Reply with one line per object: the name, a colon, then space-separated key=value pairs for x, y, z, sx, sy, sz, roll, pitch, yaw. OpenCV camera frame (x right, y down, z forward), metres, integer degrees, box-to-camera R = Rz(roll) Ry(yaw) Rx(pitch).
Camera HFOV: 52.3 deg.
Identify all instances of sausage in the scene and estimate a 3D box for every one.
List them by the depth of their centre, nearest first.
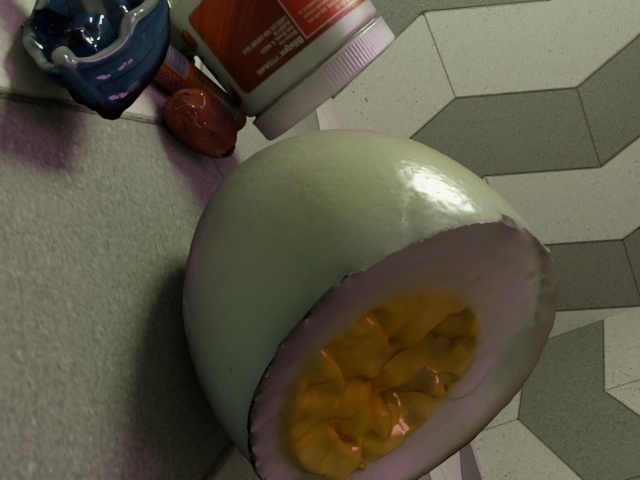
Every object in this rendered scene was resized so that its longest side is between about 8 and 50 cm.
sausage: x=-0.159 y=-0.157 z=0.884 sx=0.076 sy=0.076 sz=0.141 roll=71 pitch=14 yaw=15
sausage: x=-0.182 y=-0.219 z=0.936 sx=0.348 sy=0.053 sz=0.053 roll=27 pitch=42 yaw=-72

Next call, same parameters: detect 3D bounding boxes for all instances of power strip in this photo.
power strip: x=-0.239 y=-0.378 z=1.029 sx=0.080 sy=0.029 sz=0.227 roll=-42 pitch=110 yaw=-78

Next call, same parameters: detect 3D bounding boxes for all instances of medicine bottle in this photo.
medicine bottle: x=-0.057 y=-0.317 z=0.968 sx=0.241 sy=0.252 sz=0.252 roll=50 pitch=15 yaw=-11

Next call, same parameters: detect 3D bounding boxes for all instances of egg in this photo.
egg: x=0.014 y=0.041 z=0.702 sx=0.340 sy=0.354 sz=0.354 roll=48 pitch=-6 yaw=45

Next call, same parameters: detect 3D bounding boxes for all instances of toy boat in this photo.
toy boat: x=-0.216 y=-0.236 z=0.624 sx=0.309 sy=0.129 sz=0.142 roll=-99 pitch=173 yaw=-45
